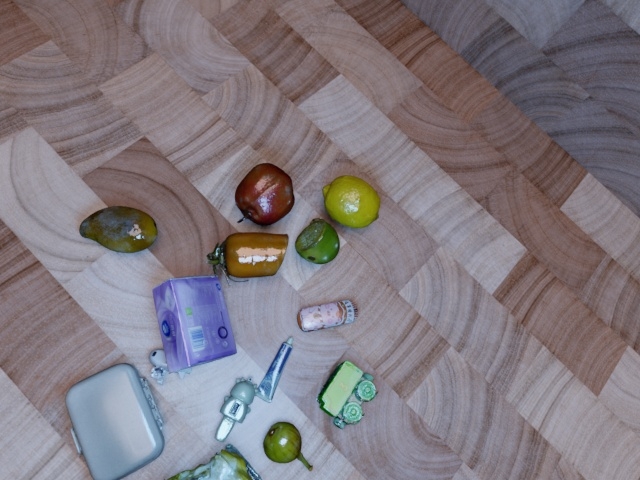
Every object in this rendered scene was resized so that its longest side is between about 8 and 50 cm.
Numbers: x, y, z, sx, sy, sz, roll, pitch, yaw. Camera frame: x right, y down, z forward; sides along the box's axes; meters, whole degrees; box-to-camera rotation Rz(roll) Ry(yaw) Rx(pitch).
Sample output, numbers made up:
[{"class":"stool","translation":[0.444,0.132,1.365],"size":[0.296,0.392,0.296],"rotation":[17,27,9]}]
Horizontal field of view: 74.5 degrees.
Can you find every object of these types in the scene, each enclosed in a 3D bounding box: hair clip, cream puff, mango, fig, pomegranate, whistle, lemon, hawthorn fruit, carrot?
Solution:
[{"class":"hair clip","translation":[-0.288,0.863,1.586],"size":[0.066,0.036,0.229],"rotation":[-34,88,-14]},{"class":"cream puff","translation":[-0.368,0.887,1.435],"size":[0.323,0.270,0.274],"rotation":[-22,59,-7]},{"class":"mango","translation":[-0.826,-0.046,1.723],"size":[0.316,0.146,0.193],"rotation":[6,70,5]},{"class":"fig","translation":[-0.123,0.777,1.605],"size":[0.186,0.148,0.142],"rotation":[43,47,-36]},{"class":"pomegranate","translation":[-0.009,0.012,1.864],"size":[0.190,0.241,0.159],"rotation":[-46,122,1]},{"class":"whistle","translation":[-0.324,0.644,1.616],"size":[0.101,0.106,0.253],"rotation":[12,59,25]},{"class":"lemon","translation":[0.139,-0.176,1.905],"size":[0.288,0.233,0.234],"rotation":[28,69,1]},{"class":"hawthorn fruit","translation":[-0.256,-0.176,1.809],"size":[0.254,0.254,0.300],"rotation":[41,58,3]},{"class":"carrot","translation":[-0.309,0.065,1.758],"size":[0.331,0.214,0.193],"rotation":[2,34,-15]}]

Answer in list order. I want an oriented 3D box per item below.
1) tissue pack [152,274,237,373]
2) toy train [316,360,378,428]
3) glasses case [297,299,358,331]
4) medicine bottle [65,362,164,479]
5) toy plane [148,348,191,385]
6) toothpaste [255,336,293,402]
[{"class":"tissue pack","translation":[-0.487,0.310,1.621],"size":[0.242,0.160,0.338],"rotation":[4,65,-54]},{"class":"toy train","translation":[0.105,0.620,1.696],"size":[0.188,0.132,0.243],"rotation":[34,67,6]},{"class":"glasses case","translation":[0.032,0.323,1.806],"size":[0.266,0.067,0.103],"rotation":[-10,76,-14]},{"class":"medicine bottle","translation":[-0.740,0.652,1.519],"size":[0.282,0.123,0.375],"rotation":[-25,79,-16]},{"class":"toy plane","translation":[-0.582,0.475,1.631],"size":[0.174,0.080,0.174],"rotation":[10,54,-13]},{"class":"toothpaste","translation":[-0.177,0.519,1.717],"size":[0.069,0.047,0.268],"rotation":[31,72,-14]}]
